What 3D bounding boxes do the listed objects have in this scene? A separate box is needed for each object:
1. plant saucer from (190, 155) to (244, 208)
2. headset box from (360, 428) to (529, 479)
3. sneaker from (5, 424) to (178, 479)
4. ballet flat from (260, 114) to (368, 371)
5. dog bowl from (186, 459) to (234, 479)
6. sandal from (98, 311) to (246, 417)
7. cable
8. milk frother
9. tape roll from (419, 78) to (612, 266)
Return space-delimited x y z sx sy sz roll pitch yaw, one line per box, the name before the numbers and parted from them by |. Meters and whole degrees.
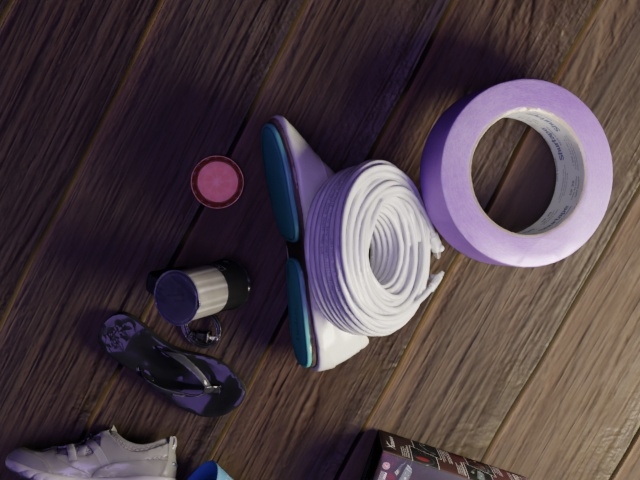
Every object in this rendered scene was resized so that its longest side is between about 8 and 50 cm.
plant saucer | -0.161 -0.092 1.452 0.083 0.013 0.083 0 96 0
headset box | 0.197 0.457 1.469 0.293 0.110 0.218 19 96 -3
sneaker | -0.358 0.353 1.481 0.281 0.105 0.115 6 63 3
ballet flat | 0.000 0.000 1.420 0.139 0.139 0.400 -8 101 1
dog bowl | -0.219 0.489 1.454 0.074 0.166 0.297 35 95 -16
sandal | -0.240 0.207 1.466 0.254 0.054 0.097 28 96 -3
cable | 0.075 0.010 1.349 0.089 0.257 0.257 -1 121 35
milk frother | -0.192 0.106 1.414 0.129 0.135 0.143 -3 95 31
tape roll | 0.291 -0.098 1.380 0.275 0.090 0.275 0 90 -15
